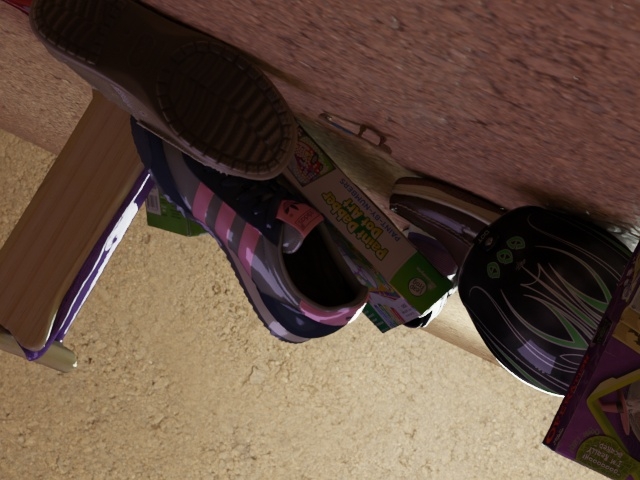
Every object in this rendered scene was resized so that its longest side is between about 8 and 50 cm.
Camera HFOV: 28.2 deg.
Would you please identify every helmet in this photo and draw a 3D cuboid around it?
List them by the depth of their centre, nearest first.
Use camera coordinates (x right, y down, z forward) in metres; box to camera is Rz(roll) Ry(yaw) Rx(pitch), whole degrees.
[{"bbox_3d":[0.219,0.060,1.139,0.161,0.169,0.169,43,-173,40],"label":"helmet"}]

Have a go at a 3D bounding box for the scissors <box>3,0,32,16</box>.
[{"bbox_3d":[-0.358,-0.278,1.328,0.297,0.021,0.109,29,176,-22],"label":"scissors"}]

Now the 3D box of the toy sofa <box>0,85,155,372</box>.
[{"bbox_3d":[-0.266,-0.023,1.512,0.177,0.362,0.150,28,176,33],"label":"toy sofa"}]

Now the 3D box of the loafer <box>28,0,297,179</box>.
[{"bbox_3d":[-0.139,-0.149,1.165,0.268,0.102,0.092,35,175,-4],"label":"loafer"}]

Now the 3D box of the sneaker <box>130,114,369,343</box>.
[{"bbox_3d":[-0.062,-0.039,1.308,0.319,0.112,0.131,52,144,-14],"label":"sneaker"}]

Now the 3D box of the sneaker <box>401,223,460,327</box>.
[{"bbox_3d":[0.128,0.055,1.688,0.107,0.124,0.283,25,175,10],"label":"sneaker"}]

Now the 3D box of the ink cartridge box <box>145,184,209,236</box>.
[{"bbox_3d":[-0.094,-0.075,1.730,0.255,0.097,0.189,-9,-171,-23],"label":"ink cartridge box"}]

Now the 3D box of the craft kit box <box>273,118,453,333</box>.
[{"bbox_3d":[0.023,-0.008,1.432,0.246,0.061,0.250,49,169,3],"label":"craft kit box"}]

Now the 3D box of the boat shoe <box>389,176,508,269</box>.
[{"bbox_3d":[0.179,0.023,1.303,0.257,0.095,0.095,25,175,6],"label":"boat shoe"}]

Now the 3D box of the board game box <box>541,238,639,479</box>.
[{"bbox_3d":[0.371,0.143,0.989,0.347,0.208,0.056,27,174,-5],"label":"board game box"}]

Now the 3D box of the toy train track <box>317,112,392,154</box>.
[{"bbox_3d":[0.034,-0.104,1.206,0.083,0.014,0.048,29,-176,27],"label":"toy train track"}]
